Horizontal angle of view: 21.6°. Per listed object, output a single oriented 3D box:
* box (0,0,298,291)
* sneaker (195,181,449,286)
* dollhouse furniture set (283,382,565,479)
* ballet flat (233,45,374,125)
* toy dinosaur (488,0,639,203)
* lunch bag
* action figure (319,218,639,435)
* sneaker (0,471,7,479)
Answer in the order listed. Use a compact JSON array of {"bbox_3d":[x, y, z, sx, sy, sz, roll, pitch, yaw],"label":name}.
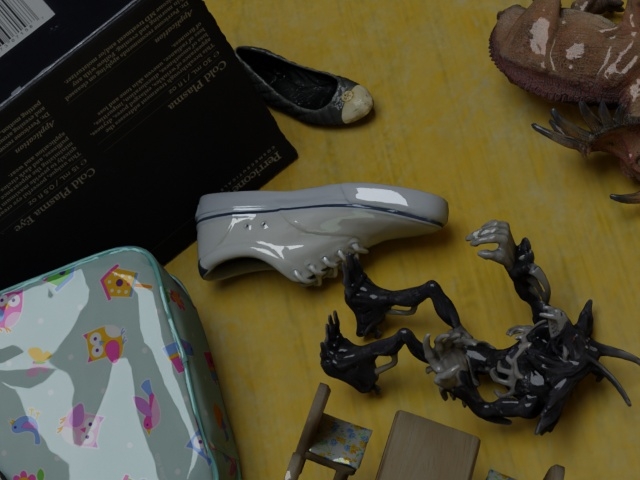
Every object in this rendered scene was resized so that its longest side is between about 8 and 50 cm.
[{"bbox_3d":[-0.246,-0.109,1.623,0.343,0.312,0.179,-39,53,-6],"label":"box"},{"bbox_3d":[0.000,0.000,1.606,0.258,0.094,0.091,-4,76,25],"label":"sneaker"},{"bbox_3d":[0.070,0.223,1.294,0.212,0.161,0.242,19,47,2],"label":"dollhouse furniture set"},{"bbox_3d":[-0.022,-0.158,1.728,0.173,0.049,0.057,19,68,30],"label":"ballet flat"},{"bbox_3d":[0.240,-0.165,1.588,0.296,0.127,0.200,26,78,39],"label":"toy dinosaur"},{"bbox_3d":[-0.207,0.155,1.533,0.224,0.108,0.279,-22,68,8],"label":"lunch bag"},{"bbox_3d":[0.136,0.080,1.458,0.276,0.141,0.164,4,49,26],"label":"action figure"},{"bbox_3d":[-0.363,0.296,1.482,0.078,0.106,0.234,47,119,34],"label":"sneaker"}]
